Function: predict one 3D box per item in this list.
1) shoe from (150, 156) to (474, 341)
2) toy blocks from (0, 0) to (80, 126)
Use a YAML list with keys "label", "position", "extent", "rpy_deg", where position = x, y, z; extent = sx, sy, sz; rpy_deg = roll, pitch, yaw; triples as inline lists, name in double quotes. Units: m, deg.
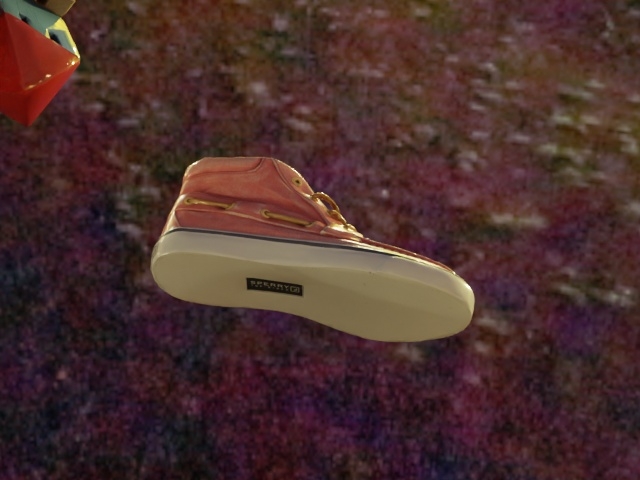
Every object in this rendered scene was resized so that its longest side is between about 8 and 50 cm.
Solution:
- label: "shoe"
  position: [0.000, 0.000, 0.585]
  extent: [0.178, 0.063, 0.081]
  rpy_deg: [9, 50, 2]
- label: "toy blocks"
  position: [-0.240, -0.181, 0.486]
  extent: [0.381, 0.191, 0.261]
  rpy_deg: [29, 19, -40]
